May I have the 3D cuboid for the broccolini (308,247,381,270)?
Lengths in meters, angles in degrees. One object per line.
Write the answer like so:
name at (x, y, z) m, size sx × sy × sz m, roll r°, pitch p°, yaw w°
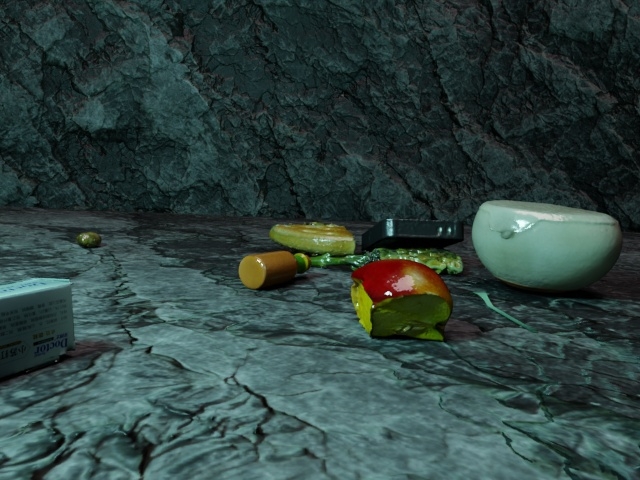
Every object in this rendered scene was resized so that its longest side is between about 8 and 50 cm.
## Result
broccolini at (0.038, 0.056, 1.180) m, size 0.216 × 0.058 × 0.067 m, roll -3°, pitch -31°, yaw 21°

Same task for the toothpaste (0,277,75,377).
toothpaste at (-0.361, 0.097, 0.428) m, size 0.071 × 0.089 × 0.313 m, roll 0°, pitch 5°, yaw 26°

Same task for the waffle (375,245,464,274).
waffle at (0.247, 0.044, 1.268) m, size 0.224 × 0.054 × 0.204 m, roll 2°, pitch 6°, yaw 0°

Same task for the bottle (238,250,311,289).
bottle at (-0.080, 0.054, 1.007) m, size 0.069 × 0.069 × 0.187 m, roll 7°, pitch 6°, yaw 32°

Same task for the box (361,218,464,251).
box at (0.239, -0.007, 1.382) m, size 0.212 × 0.058 × 0.350 m, roll 3°, pitch -7°, yaw -4°

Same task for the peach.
peach at (0.112, 0.081, 0.699) m, size 0.151 × 0.151 × 0.118 m, roll 2°, pitch 51°, yaw -2°

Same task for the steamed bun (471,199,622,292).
steamed bun at (0.456, 0.017, 1.037) m, size 0.283 × 0.177 × 0.283 m, roll 4°, pitch 10°, yaw -1°

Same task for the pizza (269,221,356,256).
pizza at (0.000, 0.000, 1.418) m, size 0.290 × 0.081 × 0.229 m, roll 7°, pitch 14°, yaw 30°

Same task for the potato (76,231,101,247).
potato at (-0.630, -0.001, 1.366) m, size 0.051 × 0.040 × 0.083 m, roll 26°, pitch 3°, yaw 4°

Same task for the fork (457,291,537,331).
fork at (0.299, 0.111, 0.850) m, size 0.039 × 0.021 × 0.235 m, roll -2°, pitch 7°, yaw -10°
